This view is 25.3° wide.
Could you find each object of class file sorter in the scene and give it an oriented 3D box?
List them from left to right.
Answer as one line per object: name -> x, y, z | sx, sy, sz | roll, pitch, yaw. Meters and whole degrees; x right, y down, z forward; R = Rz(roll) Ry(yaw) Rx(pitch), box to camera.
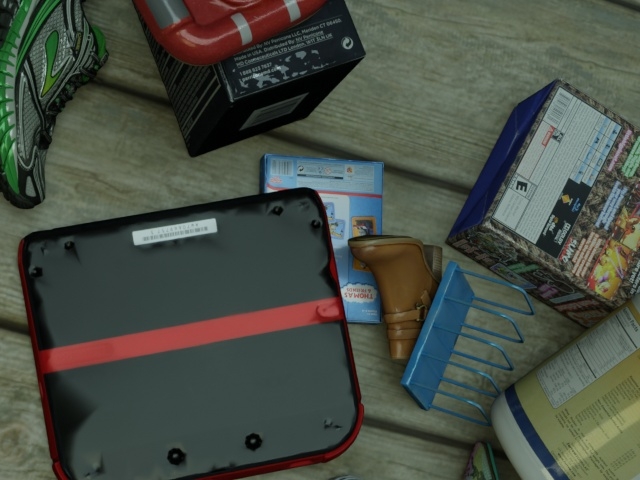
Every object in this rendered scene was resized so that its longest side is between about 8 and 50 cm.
file sorter -> 0.190, 0.135, 1.798 | 0.105, 0.118, 0.170 | 17, 74, 24

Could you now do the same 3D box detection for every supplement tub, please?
supplement tub -> 0.389, 0.198, 1.707 | 0.316, 0.228, 0.228 | -38, 92, 11

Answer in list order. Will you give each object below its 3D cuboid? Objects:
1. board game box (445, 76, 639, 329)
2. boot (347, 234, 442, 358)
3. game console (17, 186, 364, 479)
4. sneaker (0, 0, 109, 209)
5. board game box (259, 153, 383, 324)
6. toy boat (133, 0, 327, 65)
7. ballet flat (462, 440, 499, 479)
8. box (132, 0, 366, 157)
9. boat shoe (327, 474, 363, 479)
board game box -> 0.356, -0.031, 1.878 | 0.291, 0.141, 0.232 | 32, 74, -8
boot -> 0.096, 0.073, 1.785 | 0.197, 0.073, 0.152 | 13, 82, -52
game console -> -0.154, 0.128, 1.743 | 0.387, 0.060, 0.341 | -10, 80, -9
sneaker -> -0.331, -0.205, 1.727 | 0.146, 0.134, 0.343 | 8, 78, -14
board game box -> 0.000, 0.000, 1.830 | 0.160, 0.039, 0.211 | 4, 80, -15
toy boat -> -0.079, -0.291, 1.490 | 0.231, 0.151, 0.151 | -29, 89, -17
ballet flat -> 0.213, 0.370, 1.815 | 0.079, 0.077, 0.221 | -19, 86, 2
box -> -0.107, -0.291, 1.716 | 0.183, 0.296, 0.294 | -21, 87, -17
boat shoe -> -0.040, 0.401, 1.723 | 0.109, 0.094, 0.302 | 42, 73, -5
